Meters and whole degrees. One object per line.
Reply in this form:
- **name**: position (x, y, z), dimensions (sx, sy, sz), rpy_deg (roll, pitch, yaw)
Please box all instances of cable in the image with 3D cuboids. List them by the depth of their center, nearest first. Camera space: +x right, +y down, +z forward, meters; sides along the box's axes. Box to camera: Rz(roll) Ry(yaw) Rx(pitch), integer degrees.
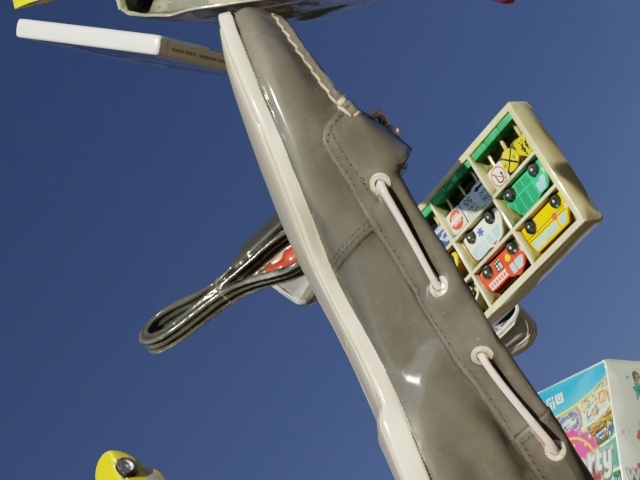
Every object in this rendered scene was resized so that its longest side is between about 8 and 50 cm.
- **cable**: position (-0.080, 0.055, 1.618), dimensions (0.287, 0.139, 0.072), rpy_deg (-43, -60, 7)

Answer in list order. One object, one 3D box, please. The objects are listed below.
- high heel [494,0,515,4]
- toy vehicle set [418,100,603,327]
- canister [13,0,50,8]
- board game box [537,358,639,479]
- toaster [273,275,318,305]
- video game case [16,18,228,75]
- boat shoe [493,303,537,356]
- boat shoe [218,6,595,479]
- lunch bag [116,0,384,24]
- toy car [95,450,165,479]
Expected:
- **high heel**: position (0.143, -0.363, 1.934), dimensions (0.117, 0.244, 0.082), rpy_deg (-57, 1, 3)
- **toy vehicle set**: position (0.194, -0.012, 1.624), dimensions (0.035, 0.166, 0.267), rpy_deg (-8, -31, -40)
- **canister**: position (-0.312, -0.345, 1.529), dimensions (0.073, 0.126, 0.170), rpy_deg (-19, -80, -25)
- **board game box**: position (0.312, 0.308, 1.564), dimensions (0.097, 0.303, 0.224), rpy_deg (5, -22, -23)
- **toaster**: position (0.000, 0.000, 2.136), dimensions (0.146, 0.129, 0.227), rpy_deg (-60, -7, 34)
- **video game case**: position (-0.180, -0.193, 1.433), dimensions (0.173, 0.190, 0.022), rpy_deg (4, -84, -57)
- **boat shoe**: position (0.190, 0.150, 1.973), dimensions (0.227, 0.079, 0.081), rpy_deg (-30, -49, 9)
- **boat shoe**: position (0.043, 0.015, 0.773), dimensions (0.095, 0.335, 0.112), rpy_deg (-22, -10, -5)
- **lunch bag**: position (-0.008, -0.255, 1.105), dimensions (0.287, 0.169, 0.235), rpy_deg (-18, 3, 22)
- **toy car**: position (-0.127, 0.308, 1.362), dimensions (0.053, 0.239, 0.225), rpy_deg (-7, -9, -40)
